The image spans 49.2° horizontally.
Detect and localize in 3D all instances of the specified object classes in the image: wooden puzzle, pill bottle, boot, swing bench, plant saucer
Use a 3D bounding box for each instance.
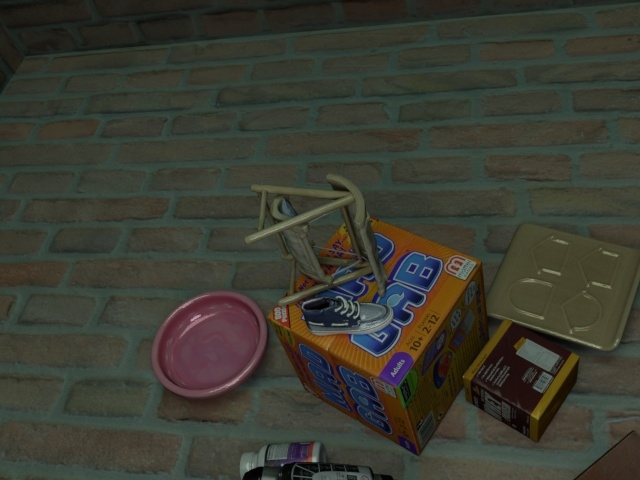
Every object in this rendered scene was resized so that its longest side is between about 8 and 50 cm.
[{"bbox_3d":[0.631,0.122,1.816,0.347,0.080,0.322,13,56,30],"label":"wooden puzzle"},{"bbox_3d":[-0.087,0.536,1.653,0.193,0.108,0.108,-7,50,11],"label":"pill bottle"},{"bbox_3d":[0.055,0.152,1.468,0.190,0.086,0.069,-11,49,9],"label":"boot"},{"bbox_3d":[0.000,0.000,1.502,0.254,0.253,0.165,-8,49,11],"label":"swing bench"},{"bbox_3d":[-0.297,0.294,1.928,0.332,0.084,0.332,-8,50,10],"label":"plant saucer"}]

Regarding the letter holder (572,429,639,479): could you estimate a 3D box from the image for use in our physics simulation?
[{"bbox_3d":[0.589,0.569,1.384,0.302,0.152,0.214,-30,52,-19],"label":"letter holder"}]

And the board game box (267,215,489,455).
[{"bbox_3d":[0.157,0.217,1.680,0.356,0.356,0.356,24,61,32],"label":"board game box"}]

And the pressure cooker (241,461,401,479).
[{"bbox_3d":[0.039,0.632,1.356,0.420,0.375,0.370,5,64,-1],"label":"pressure cooker"}]

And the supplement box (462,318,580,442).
[{"bbox_3d":[0.473,0.328,1.651,0.194,0.129,0.191,28,64,32],"label":"supplement box"}]
